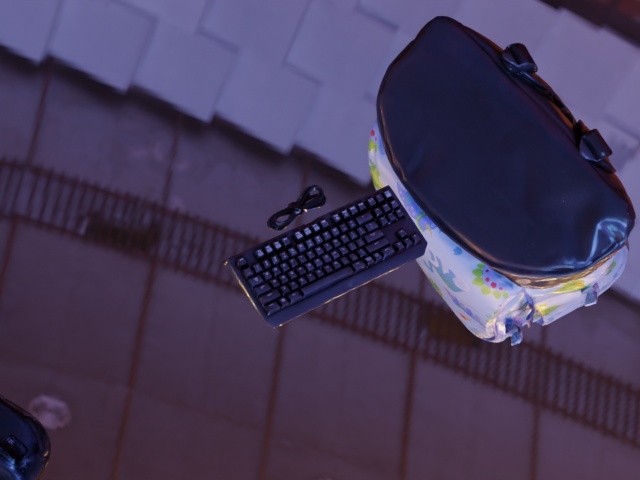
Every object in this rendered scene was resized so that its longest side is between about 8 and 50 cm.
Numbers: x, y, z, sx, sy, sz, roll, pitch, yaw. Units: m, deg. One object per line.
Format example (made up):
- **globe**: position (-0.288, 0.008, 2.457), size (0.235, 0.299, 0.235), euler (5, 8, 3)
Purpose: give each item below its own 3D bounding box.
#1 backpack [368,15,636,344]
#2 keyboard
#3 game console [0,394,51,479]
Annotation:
- **backpack**: position (0.190, -0.034, 1.511), size (0.290, 0.273, 0.355), euler (49, -165, 16)
- **keyboard**: position (0.000, 0.000, 1.327), size (0.180, 0.023, 0.108), euler (-25, -113, -27)
- **game console**: position (-0.344, 0.097, 0.958), size (0.361, 0.213, 0.044), euler (28, 180, 18)
